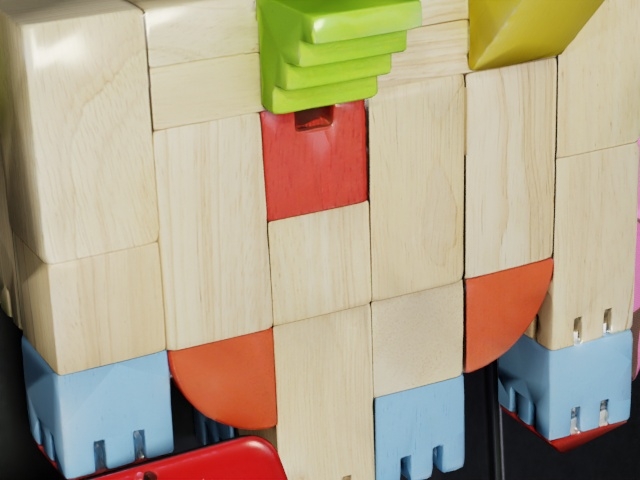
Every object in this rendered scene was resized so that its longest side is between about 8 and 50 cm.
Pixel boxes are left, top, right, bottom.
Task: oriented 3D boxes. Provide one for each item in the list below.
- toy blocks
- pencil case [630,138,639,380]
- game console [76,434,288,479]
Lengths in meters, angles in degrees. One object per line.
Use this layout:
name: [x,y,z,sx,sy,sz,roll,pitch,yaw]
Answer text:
toy blocks: [0.000,0.000,0.759,0.381,0.191,0.261,-12,113,-25]
pencil case: [0.163,-0.026,0.924,0.098,0.095,0.209,26,78,-22]
game console: [-0.071,0.140,0.733,0.144,0.124,0.085,-15,83,5]
